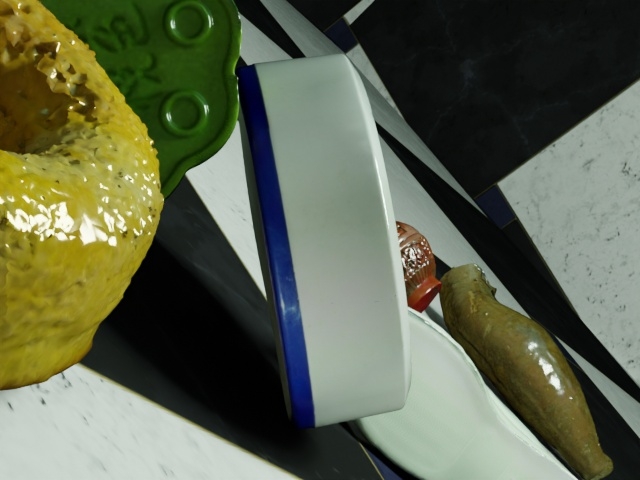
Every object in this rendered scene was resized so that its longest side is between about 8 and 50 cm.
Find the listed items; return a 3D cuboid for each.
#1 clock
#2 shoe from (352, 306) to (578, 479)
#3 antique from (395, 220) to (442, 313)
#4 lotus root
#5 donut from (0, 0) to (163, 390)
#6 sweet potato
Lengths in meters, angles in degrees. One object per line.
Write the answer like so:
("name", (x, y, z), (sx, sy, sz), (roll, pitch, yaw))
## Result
("clock", (0.000, 0.000, 0.972), (0.230, 0.083, 0.230), (172, -90, -84))
("shoe", (0.091, 0.135, 1.156), (0.265, 0.095, 0.110), (46, -1, -17))
("antique", (0.055, 0.028, 1.393), (0.104, 0.104, 0.104), (44, 9, -9))
("lotus root", (-0.140, -0.100, 0.949), (0.186, 0.186, 0.186), (44, 9, -9))
("donut", (-0.178, -0.040, 0.660), (0.253, 0.118, 0.253), (35, 26, -19))
("sweet potato", (0.232, 0.142, 1.716), (0.286, 0.085, 0.112), (48, 5, 13))
